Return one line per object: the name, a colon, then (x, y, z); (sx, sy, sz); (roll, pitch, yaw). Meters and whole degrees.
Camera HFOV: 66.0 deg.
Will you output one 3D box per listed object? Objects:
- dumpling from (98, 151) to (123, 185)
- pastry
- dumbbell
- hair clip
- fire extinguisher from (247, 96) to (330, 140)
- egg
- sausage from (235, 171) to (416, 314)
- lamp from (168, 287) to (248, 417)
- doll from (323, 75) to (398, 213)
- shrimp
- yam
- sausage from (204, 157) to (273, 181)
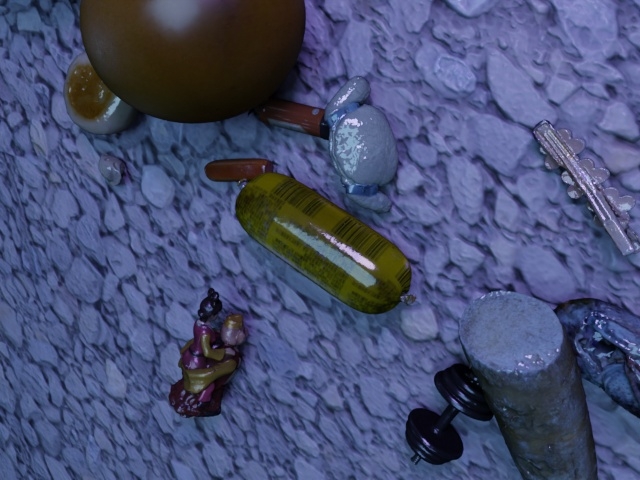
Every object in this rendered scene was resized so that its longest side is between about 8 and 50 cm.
dumpling: (-0.417, -0.137, 0.980); (0.077, 0.043, 0.059); (30, 129, 13)
pastry: (-0.406, -0.275, 0.929); (0.157, 0.092, 0.156); (5, 102, 22)
dumbbell: (0.197, 0.263, 0.750); (0.099, 0.099, 0.208); (34, 108, 15)
hair clip: (0.364, -0.074, 0.665); (0.062, 0.056, 0.213); (-39, 73, 38)
fire extinguisher: (-0.051, -0.204, 0.811); (0.177, 0.062, 0.050); (17, 133, 19)
egg: (-0.190, -0.318, 0.731); (0.351, 0.283, 0.282); (-1, 97, 33)
sausage: (0.000, 0.000, 0.781); (0.347, 0.123, 0.123); (35, 109, 15)
lamp: (-0.196, 0.203, 0.901); (0.118, 0.118, 0.253); (25, 103, 17)
doll: (0.065, -0.141, 0.752); (0.104, 0.071, 0.213); (-18, 103, -19)
shrimp: (0.454, 0.189, 0.592); (0.372, 0.172, 0.137); (24, 112, 33)
yam: (0.293, 0.234, 0.665); (0.133, 0.133, 0.330); (-16, 109, 23)
sausage: (-0.146, -0.124, 0.870); (0.131, 0.039, 0.041); (3, 106, 23)
